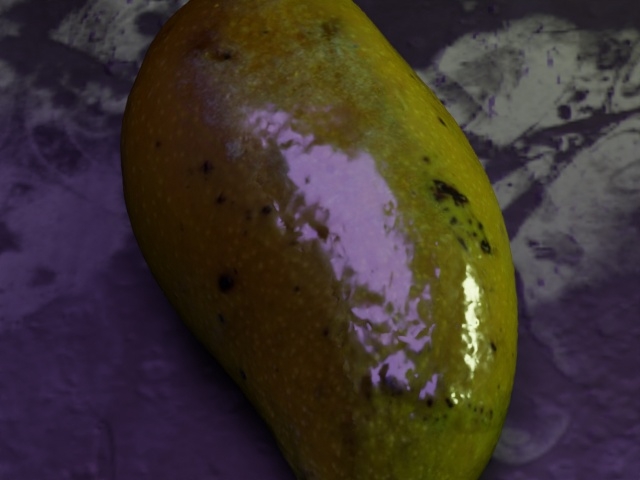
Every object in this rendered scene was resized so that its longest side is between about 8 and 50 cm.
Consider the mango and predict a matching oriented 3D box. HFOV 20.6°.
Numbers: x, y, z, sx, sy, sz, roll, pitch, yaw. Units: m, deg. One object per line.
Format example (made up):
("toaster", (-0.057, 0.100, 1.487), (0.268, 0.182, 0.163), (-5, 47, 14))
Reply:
("mango", (0.004, -0.007, 0.952), (0.176, 0.175, 0.329), (-51, 50, 24))
